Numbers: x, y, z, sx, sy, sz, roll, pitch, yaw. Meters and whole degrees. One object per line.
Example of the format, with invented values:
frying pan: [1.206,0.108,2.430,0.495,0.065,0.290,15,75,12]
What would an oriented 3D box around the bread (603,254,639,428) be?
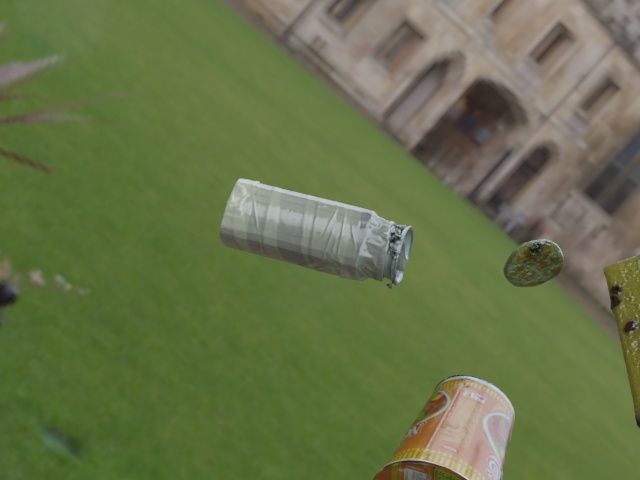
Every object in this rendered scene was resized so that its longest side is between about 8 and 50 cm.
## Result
bread: [0.345,0.110,1.482,0.049,0.088,0.226,56,22,-46]

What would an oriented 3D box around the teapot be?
teapot: [0.000,0.000,1.607,0.200,0.077,0.107,14,-18,14]

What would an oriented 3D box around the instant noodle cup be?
instant noodle cup: [0.172,0.275,1.885,0.168,0.168,0.185,41,44,-11]

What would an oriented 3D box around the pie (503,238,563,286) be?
pie: [0.288,0.032,1.978,0.085,0.085,0.017,36,20,-39]
